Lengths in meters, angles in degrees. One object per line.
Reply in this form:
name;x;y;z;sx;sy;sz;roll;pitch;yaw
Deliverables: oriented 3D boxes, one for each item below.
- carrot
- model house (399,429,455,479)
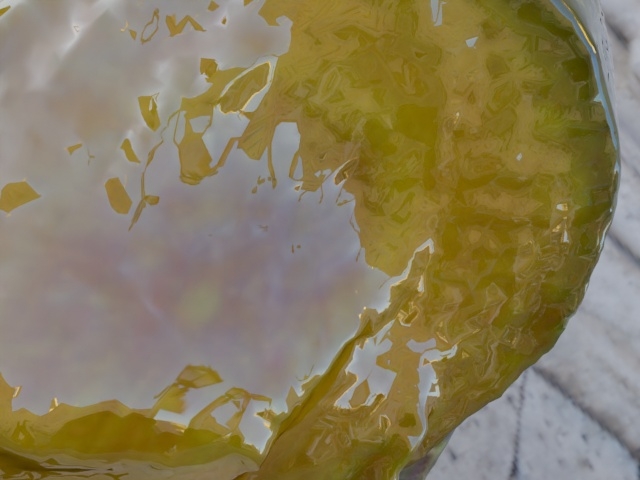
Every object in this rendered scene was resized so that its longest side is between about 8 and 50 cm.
carrot;-0.017;-0.051;0.464;0.241;0.241;0.341;40;33;-19
model house;0.000;0.000;0.766;0.266;0.261;0.321;33;28;16
